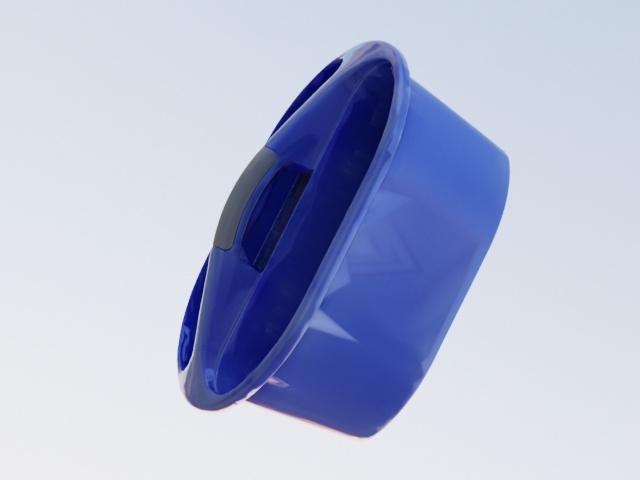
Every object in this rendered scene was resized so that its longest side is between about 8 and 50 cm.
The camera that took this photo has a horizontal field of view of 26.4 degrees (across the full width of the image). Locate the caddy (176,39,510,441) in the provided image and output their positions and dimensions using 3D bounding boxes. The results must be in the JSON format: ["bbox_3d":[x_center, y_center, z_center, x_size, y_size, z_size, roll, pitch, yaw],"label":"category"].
[{"bbox_3d":[0.000,0.000,1.143,0.179,0.341,0.241,28,-5,-23],"label":"caddy"}]
